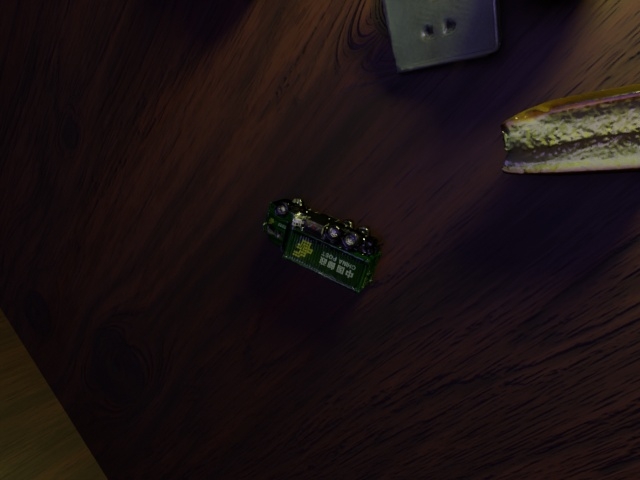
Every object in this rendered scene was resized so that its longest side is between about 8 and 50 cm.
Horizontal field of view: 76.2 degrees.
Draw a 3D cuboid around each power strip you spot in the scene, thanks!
[{"bbox_3d":[0.201,-0.405,0.681,0.198,0.064,0.213,7,121,42],"label":"power strip"}]

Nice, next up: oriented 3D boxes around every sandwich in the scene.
[{"bbox_3d":[0.399,-0.159,0.599,0.235,0.128,0.122,1,106,30],"label":"sandwich"}]

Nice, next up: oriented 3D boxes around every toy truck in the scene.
[{"bbox_3d":[0.000,0.000,0.884,0.259,0.088,0.121,25,112,22],"label":"toy truck"}]
